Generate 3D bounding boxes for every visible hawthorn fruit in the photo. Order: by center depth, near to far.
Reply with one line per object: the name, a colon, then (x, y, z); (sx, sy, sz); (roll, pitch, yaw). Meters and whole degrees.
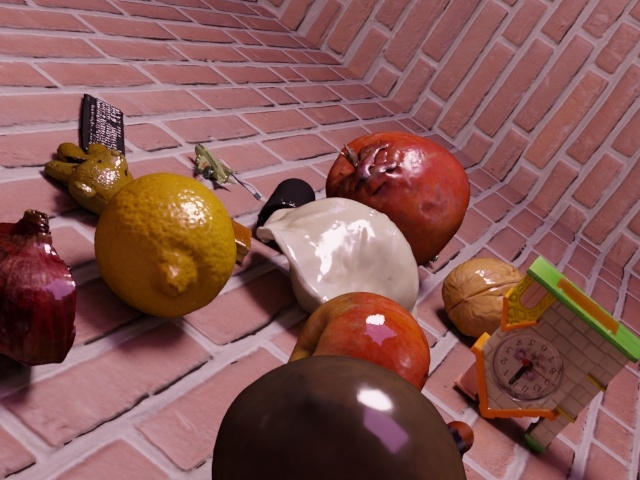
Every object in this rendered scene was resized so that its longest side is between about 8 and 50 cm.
hawthorn fruit: (0.123, -0.098, 1.896); (0.307, 0.276, 0.276); (30, 16, -45)

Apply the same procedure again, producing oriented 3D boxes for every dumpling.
dumpling: (0.044, 0.046, 1.572); (0.318, 0.187, 0.243); (39, 16, 5)

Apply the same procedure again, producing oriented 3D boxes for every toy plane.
toy plane: (-0.204, -0.140, 1.844); (0.111, 0.040, 0.102); (43, 19, 27)

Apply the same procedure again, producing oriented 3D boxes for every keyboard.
keyboard: (-0.383, -0.197, 1.728); (0.087, 0.017, 0.250); (27, 21, -24)

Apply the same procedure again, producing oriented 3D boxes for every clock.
clock: (0.356, 0.196, 1.611); (0.220, 0.255, 0.106); (41, 21, 10)

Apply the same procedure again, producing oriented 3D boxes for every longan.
longan: (0.019, 0.250, 0.983); (0.243, 0.300, 0.300); (-15, 34, -8)

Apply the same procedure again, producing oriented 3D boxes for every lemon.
lemon: (-0.201, 0.003, 1.288); (0.187, 0.187, 0.244); (27, 15, -20)

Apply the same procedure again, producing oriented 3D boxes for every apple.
apple: (0.050, 0.166, 1.288); (0.164, 0.209, 0.209); (32, 19, -15)

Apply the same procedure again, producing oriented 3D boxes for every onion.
onion: (-0.338, 0.044, 1.044); (0.098, 0.151, 0.206); (-3, 22, -38)

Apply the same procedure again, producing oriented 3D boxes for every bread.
bread: (-0.160, -0.012, 1.614); (0.094, 0.035, 0.090); (29, 19, -13)

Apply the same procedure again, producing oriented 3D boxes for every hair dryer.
hair dryer: (0.000, 0.000, 1.809); (0.251, 0.089, 0.197); (41, 16, -8)

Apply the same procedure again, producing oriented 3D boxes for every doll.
doll: (-0.337, -0.110, 1.481); (0.137, 0.097, 0.209); (12, 23, -36)

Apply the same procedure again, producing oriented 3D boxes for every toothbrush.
toothbrush: (-0.157, -0.122, 1.920); (0.131, 0.013, 0.011); (43, 11, 27)

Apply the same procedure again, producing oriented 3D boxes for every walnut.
walnut: (0.327, 0.115, 1.918); (0.197, 0.165, 0.165); (9, 31, -45)

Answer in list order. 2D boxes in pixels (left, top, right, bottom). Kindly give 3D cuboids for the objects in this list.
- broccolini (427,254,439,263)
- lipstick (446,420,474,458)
broccolini: (0.139, -0.013, 2.130); (0.254, 0.071, 0.057); (25, 62, -7)
lipstick: (0.125, 0.289, 1.282); (0.081, 0.081, 0.300); (42, 21, 22)
